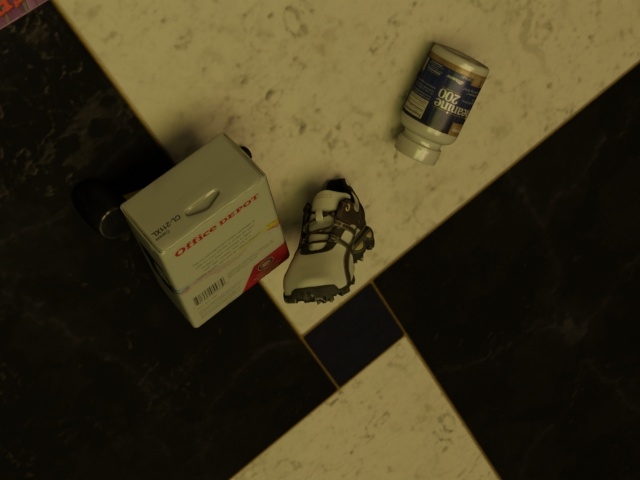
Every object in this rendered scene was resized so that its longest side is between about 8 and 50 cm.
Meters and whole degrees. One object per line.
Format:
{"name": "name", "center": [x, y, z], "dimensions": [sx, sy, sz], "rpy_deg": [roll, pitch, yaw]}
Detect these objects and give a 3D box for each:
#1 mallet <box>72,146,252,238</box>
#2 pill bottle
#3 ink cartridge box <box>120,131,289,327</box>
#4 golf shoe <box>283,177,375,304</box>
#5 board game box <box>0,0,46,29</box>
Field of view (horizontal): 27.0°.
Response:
{"name": "mallet", "center": [-0.158, -0.060, 1.333], "dimensions": [0.190, 0.062, 0.039], "rpy_deg": [-29, 135, -33]}
{"name": "pill bottle", "center": [0.126, -0.144, 1.431], "dimensions": [0.067, 0.067, 0.120], "rpy_deg": [14, 109, -36]}
{"name": "ink cartridge box", "center": [-0.109, -0.008, 1.317], "dimensions": [0.127, 0.072, 0.175], "rpy_deg": [-37, 154, -12]}
{"name": "golf shoe", "center": [0.000, 0.000, 1.387], "dimensions": [0.077, 0.198, 0.094], "rpy_deg": [-6, 112, 15]}
{"name": "board game box", "center": [-0.371, -0.164, 1.025], "dimensions": [0.347, 0.208, 0.056], "rpy_deg": [-33, 129, -10]}
